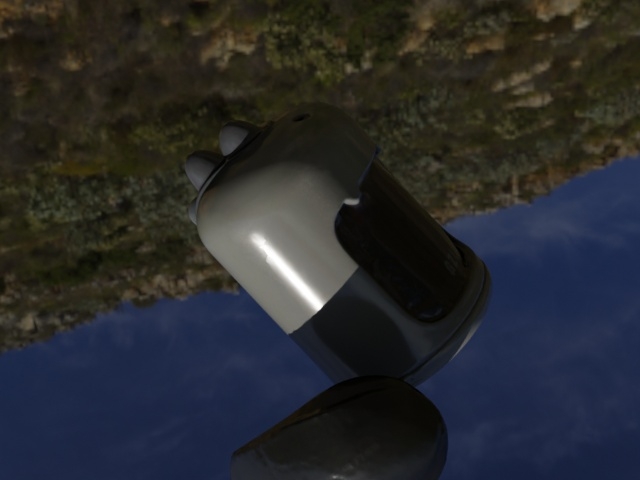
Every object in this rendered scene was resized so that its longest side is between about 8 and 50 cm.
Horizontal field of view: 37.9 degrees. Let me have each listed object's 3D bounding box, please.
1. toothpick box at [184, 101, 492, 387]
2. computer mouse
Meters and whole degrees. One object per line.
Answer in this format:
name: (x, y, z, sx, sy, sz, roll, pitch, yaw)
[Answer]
toothpick box: (0.000, 0.000, 0.981, 0.229, 0.316, 0.229, -39, -164, 14)
computer mouse: (0.002, 0.221, 0.860, 0.137, 0.270, 0.086, 52, -141, 5)
